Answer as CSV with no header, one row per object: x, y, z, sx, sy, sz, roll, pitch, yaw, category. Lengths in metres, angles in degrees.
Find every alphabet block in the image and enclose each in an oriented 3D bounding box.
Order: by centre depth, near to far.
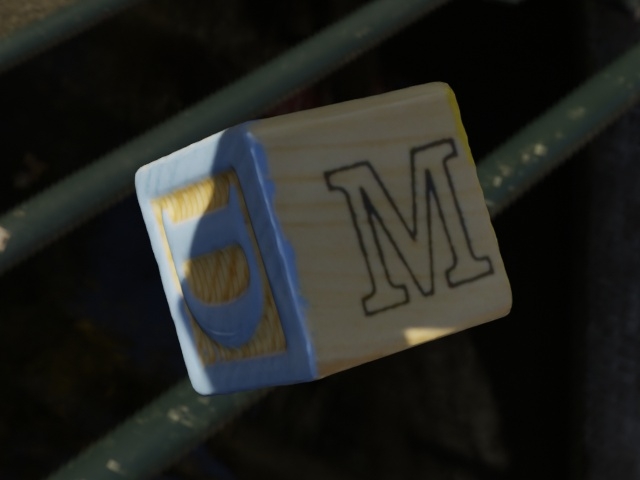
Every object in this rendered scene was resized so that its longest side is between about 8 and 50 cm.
0.000,0.000,1.249,0.197,0.192,0.193,-15,91,-33,alphabet block
